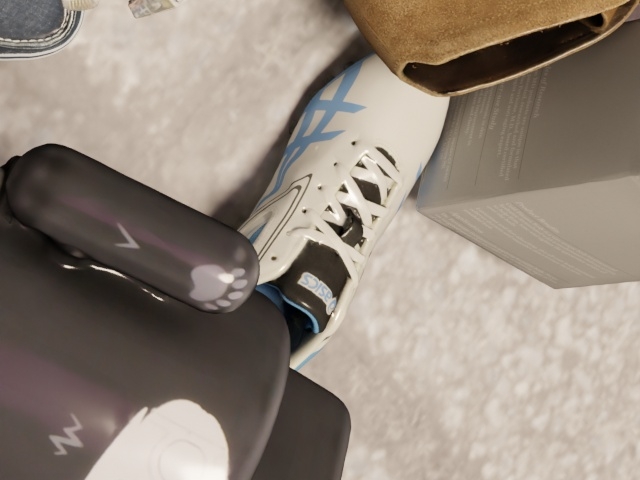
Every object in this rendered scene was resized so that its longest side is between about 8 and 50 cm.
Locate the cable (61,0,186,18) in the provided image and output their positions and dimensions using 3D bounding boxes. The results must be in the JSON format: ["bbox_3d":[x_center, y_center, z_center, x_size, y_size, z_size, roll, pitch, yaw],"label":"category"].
[{"bbox_3d":[-0.063,-0.256,0.862,0.257,0.089,0.257,-32,119,-23],"label":"cable"}]

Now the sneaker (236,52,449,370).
[{"bbox_3d":[0.000,0.000,0.989,0.085,0.086,0.237,43,78,-34],"label":"sneaker"}]

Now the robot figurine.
[{"bbox_3d":[-0.124,0.061,0.840,0.278,0.173,0.209,30,92,-15],"label":"robot figurine"}]

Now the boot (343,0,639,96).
[{"bbox_3d":[0.158,-0.162,0.971,0.305,0.115,0.112,-22,154,-6],"label":"boot"}]

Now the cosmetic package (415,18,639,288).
[{"bbox_3d":[0.179,-0.046,0.991,0.127,0.238,0.107,30,63,-37],"label":"cosmetic package"}]

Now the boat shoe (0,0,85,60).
[{"bbox_3d":[-0.170,-0.119,0.832,0.183,0.083,0.065,20,92,-38],"label":"boat shoe"}]
